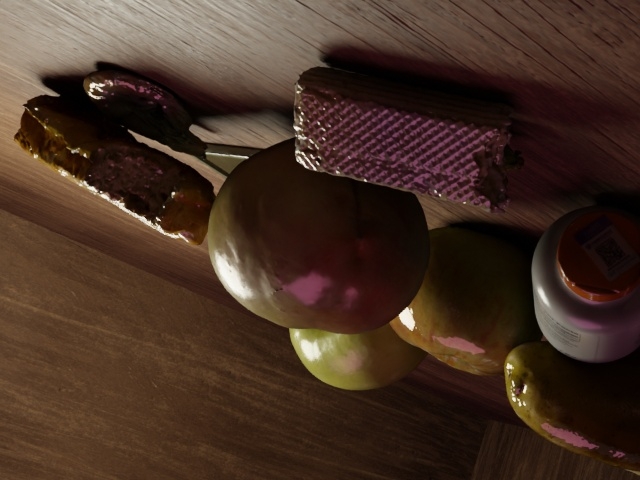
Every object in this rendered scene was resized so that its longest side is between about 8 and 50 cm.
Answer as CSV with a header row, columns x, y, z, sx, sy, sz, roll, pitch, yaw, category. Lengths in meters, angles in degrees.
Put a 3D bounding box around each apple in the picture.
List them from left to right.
x,y,z,sx,sy,sz,roll,pitch,yaw,category
0.072,0.111,1.877,0.262,0.262,0.262,18,169,4,apple
0.213,0.086,1.669,0.260,0.194,0.261,22,171,4,apple

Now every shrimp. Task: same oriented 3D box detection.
x,y,z,sx,sy,sz,roll,pitch,yaw,category
-0.221,-0.171,1.553,0.126,0.048,0.223,-5,154,41,shrimp

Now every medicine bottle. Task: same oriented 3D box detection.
x,y,z,sx,sy,sz,roll,pitch,yaw,category
0.335,0.050,1.384,0.157,0.157,0.289,16,168,15,medicine bottle

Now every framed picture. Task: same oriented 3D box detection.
x,y,z,sx,sy,sz,roll,pitch,yaw,category
-0.041,-0.087,1.709,0.289,0.020,0.211,10,166,40,framed picture

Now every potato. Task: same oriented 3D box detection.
x,y,z,sx,sy,sz,roll,pitch,yaw,category
0.429,0.208,1.549,0.369,0.196,0.176,6,180,-9,potato

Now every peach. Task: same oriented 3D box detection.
x,y,z,sx,sy,sz,roll,pitch,yaw,category
0.001,0.000,1.459,0.292,0.248,0.292,28,-176,-2,peach

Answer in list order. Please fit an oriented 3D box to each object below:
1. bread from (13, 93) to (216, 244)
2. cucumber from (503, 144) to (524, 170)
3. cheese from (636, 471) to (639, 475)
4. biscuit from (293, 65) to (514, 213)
x,y,z,sx,sy,sz,roll,pitch,yaw,category
-0.292,-0.110,1.598,0.185,0.109,0.380,32,178,-41,bread
0.112,-0.104,1.252,0.227,0.069,0.069,12,167,25,cucumber
0.489,0.224,1.742,0.265,0.243,0.124,25,164,-29,cheese
0.086,-0.105,1.183,0.238,0.062,0.108,15,127,21,biscuit
